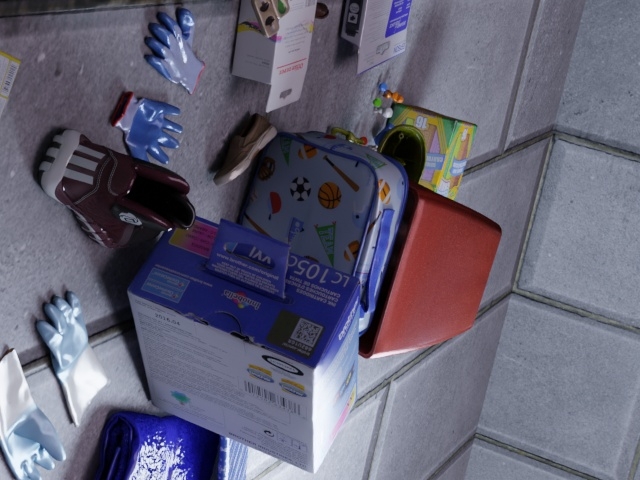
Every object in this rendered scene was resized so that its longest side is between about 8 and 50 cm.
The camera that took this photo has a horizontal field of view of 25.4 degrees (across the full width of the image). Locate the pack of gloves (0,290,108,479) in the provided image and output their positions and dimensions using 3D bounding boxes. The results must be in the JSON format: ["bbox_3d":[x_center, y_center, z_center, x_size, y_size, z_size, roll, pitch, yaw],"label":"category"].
[{"bbox_3d":[-0.322,0.189,1.742,0.195,0.046,0.232,-57,155,-31],"label":"pack of gloves"}]

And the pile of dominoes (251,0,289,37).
[{"bbox_3d":[-0.050,-0.411,1.826,0.196,0.040,0.251,50,58,-39],"label":"pile of dominoes"}]

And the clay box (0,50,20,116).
[{"bbox_3d":[-0.375,-0.142,1.319,0.222,0.053,0.127,24,85,-68],"label":"clay box"}]

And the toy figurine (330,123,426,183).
[{"bbox_3d":[0.067,-0.042,2.474,0.217,0.191,0.363,-113,-152,-75],"label":"toy figurine"}]

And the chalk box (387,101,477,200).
[{"bbox_3d":[0.184,-0.133,2.618,0.132,0.132,0.213,-5,112,-67],"label":"chalk box"}]

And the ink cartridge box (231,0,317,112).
[{"bbox_3d":[-0.063,-0.286,1.963,0.115,0.067,0.198,-30,132,-60],"label":"ink cartridge box"}]

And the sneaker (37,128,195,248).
[{"bbox_3d":[-0.206,-0.035,1.678,0.106,0.162,0.281,-69,159,-6],"label":"sneaker"}]

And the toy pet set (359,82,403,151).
[{"bbox_3d":[0.108,-0.197,2.510,0.114,0.065,0.122,33,70,-33],"label":"toy pet set"}]

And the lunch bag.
[{"bbox_3d":[0.000,0.000,2.104,0.115,0.243,0.303,-5,113,-57],"label":"lunch bag"}]

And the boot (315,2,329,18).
[{"bbox_3d":[-0.011,-0.380,2.065,0.106,0.037,0.114,-34,134,-61],"label":"boot"}]

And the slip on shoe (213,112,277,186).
[{"bbox_3d":[-0.114,-0.129,2.010,0.041,0.051,0.135,52,58,-17],"label":"slip on shoe"}]

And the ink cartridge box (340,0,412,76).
[{"bbox_3d":[0.098,-0.389,2.310,0.206,0.045,0.208,-34,137,-58],"label":"ink cartridge box"}]

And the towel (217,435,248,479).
[{"bbox_3d":[-0.144,0.336,2.222,0.243,0.040,0.336,-77,173,-62],"label":"towel"}]

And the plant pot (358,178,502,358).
[{"bbox_3d":[0.126,0.022,2.245,0.235,0.267,0.267,6,105,-38],"label":"plant pot"}]

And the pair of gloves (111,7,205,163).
[{"bbox_3d":[-0.195,-0.190,1.775,0.198,0.023,0.159,-67,159,-9],"label":"pair of gloves"}]

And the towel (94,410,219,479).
[{"bbox_3d":[-0.241,0.363,2.047,0.228,0.076,0.308,-70,159,-1],"label":"towel"}]

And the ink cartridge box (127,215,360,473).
[{"bbox_3d":[-0.094,0.126,1.874,0.395,0.270,0.151,89,26,-59],"label":"ink cartridge box"}]
